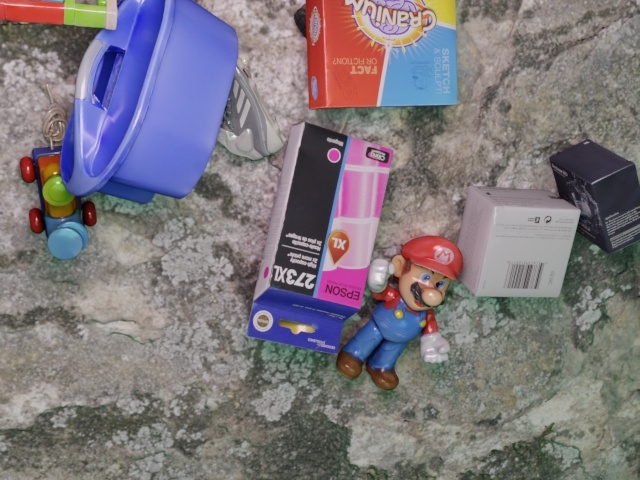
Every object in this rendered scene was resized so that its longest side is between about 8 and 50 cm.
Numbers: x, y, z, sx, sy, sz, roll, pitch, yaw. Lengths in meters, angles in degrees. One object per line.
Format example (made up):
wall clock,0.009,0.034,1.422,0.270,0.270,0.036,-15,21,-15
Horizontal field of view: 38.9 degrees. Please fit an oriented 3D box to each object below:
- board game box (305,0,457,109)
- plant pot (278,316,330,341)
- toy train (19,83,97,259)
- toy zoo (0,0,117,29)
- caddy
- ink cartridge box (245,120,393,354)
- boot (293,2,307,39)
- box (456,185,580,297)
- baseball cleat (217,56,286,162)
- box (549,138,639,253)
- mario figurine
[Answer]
board game box,0.096,-0.366,1.417,0.242,0.064,0.316,-6,97,-25
plant pot,-0.028,0.125,1.623,0.134,0.134,0.095,8,88,-21
toy train,-0.405,-0.102,1.386,0.105,0.143,0.247,-9,114,-15
toy zoo,-0.433,-0.370,1.243,0.293,0.192,0.030,0,139,-19
caddy,-0.265,-0.211,1.301,0.179,0.241,0.341,23,73,-36
ink cartridge box,0.000,0.000,1.534,0.176,0.069,0.370,14,86,-23
boot,0.085,-0.354,1.490,0.247,0.083,0.161,33,87,-26
box,0.361,0.003,1.690,0.181,0.119,0.181,2,111,-18
baseball cleat,-0.138,-0.216,1.467,0.109,0.072,0.205,-29,114,3
box,0.518,-0.084,1.684,0.093,0.156,0.158,-25,117,-5
mario figurine,0.156,0.137,1.648,0.198,0.170,0.320,-2,126,-54
